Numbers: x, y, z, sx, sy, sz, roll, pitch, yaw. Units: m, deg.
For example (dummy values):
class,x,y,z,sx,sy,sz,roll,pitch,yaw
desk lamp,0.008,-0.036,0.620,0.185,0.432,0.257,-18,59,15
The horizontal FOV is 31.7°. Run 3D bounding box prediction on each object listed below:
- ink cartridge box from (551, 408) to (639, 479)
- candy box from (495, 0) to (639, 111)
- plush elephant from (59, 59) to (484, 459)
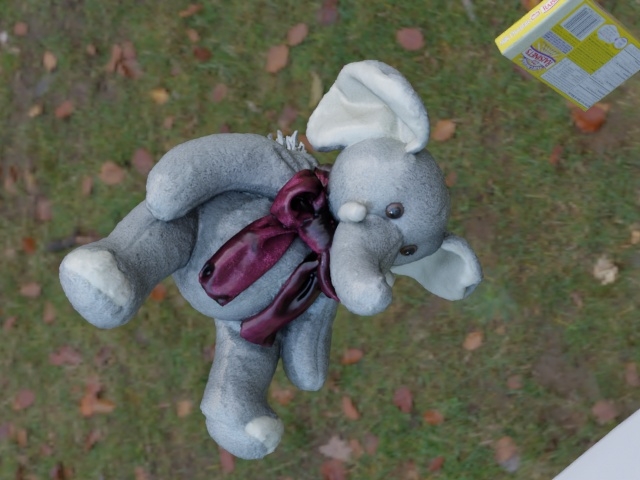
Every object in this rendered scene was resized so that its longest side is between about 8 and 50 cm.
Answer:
class,x,y,z,sx,sy,sz,roll,pitch,yaw
ink cartridge box,0.212,0.169,0.422,0.395,0.286,0.166,124,145,-45
candy box,0.291,-0.215,1.272,0.105,0.206,0.027,-36,57,26
plush elephant,0.000,0.000,0.969,0.255,0.330,0.272,-10,128,35
